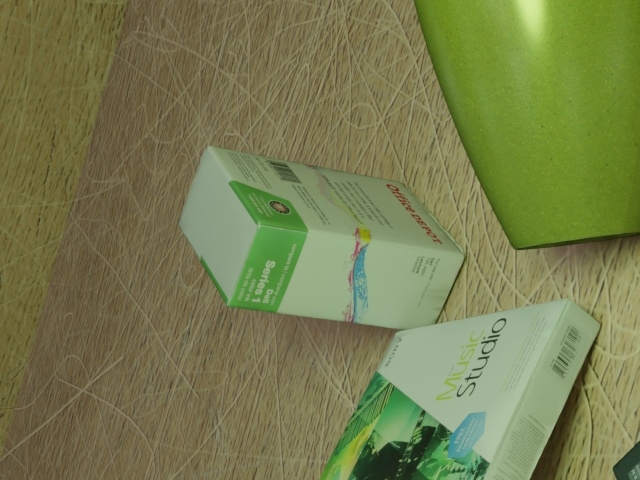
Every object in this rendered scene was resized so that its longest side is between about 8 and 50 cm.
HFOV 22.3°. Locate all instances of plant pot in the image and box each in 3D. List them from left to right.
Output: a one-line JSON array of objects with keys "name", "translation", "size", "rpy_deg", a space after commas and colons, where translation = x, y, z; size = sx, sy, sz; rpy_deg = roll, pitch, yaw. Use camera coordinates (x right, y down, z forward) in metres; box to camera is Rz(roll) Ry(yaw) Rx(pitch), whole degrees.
[{"name": "plant pot", "translation": [0.239, -0.143, 1.624], "size": [0.274, 0.274, 0.294], "rpy_deg": [-11, 85, 59]}]

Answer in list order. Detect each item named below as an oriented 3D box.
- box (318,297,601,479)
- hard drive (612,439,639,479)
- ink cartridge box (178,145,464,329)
[{"name": "box", "translation": [0.139, 0.186, 1.749], "size": [0.322, 0.058, 0.232], "rpy_deg": [-19, 37, 58]}, {"name": "hard drive", "translation": [0.334, 0.212, 1.523], "size": [0.135, 0.022, 0.094], "rpy_deg": [-54, 37, 36]}, {"name": "ink cartridge box", "translation": [0.000, 0.000, 1.932], "size": [0.201, 0.278, 0.117], "rpy_deg": [54, 128, 53]}]
